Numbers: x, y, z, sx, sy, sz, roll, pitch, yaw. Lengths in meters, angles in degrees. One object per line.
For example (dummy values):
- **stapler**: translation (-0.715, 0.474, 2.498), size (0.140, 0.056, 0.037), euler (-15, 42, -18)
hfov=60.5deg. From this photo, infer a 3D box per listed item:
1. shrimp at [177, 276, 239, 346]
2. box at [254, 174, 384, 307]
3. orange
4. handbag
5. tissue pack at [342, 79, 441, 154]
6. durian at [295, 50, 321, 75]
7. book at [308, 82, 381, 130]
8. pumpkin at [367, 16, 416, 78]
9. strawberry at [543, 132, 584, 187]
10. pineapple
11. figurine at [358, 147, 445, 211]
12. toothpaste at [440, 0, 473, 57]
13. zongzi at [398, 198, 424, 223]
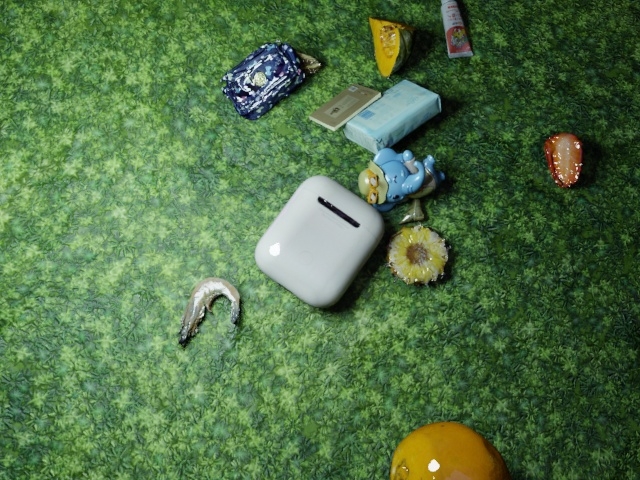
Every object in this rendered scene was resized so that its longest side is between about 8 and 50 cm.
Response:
- **shrimp**: translation (-0.312, 0.213, 1.549), size (0.152, 0.046, 0.219), euler (25, 74, 4)
- **box**: translation (0.000, 0.000, 1.588), size (0.289, 0.141, 0.348), euler (35, 75, 4)
- **orange**: translation (0.325, 0.617, 1.384), size (0.313, 0.312, 0.311), euler (2, 75, -6)
- **handbag**: translation (-0.181, -0.500, 1.693), size (0.260, 0.113, 0.161), euler (-33, 79, 13)
- **tissue pack**: translation (0.220, -0.384, 1.707), size (0.263, 0.089, 0.177), euler (-35, 47, -16)
- **durian**: translation (-0.070, -0.569, 1.755), size (0.140, 0.110, 0.071), euler (32, 99, 4)
- **book**: translation (0.076, -0.424, 1.731), size (0.199, 0.016, 0.138), euler (-39, 44, -14)
- **pumpkin**: translation (0.238, -0.627, 1.798), size (0.112, 0.162, 0.278), euler (-2, 31, -19)
- **strawberry**: translation (0.785, -0.257, 1.781), size (0.121, 0.082, 0.188), euler (3, 84, 15)
- **pineapple**: translation (0.286, 0.049, 1.660), size (0.222, 0.047, 0.221), euler (1, 73, -3)
- **figurine**: translation (0.242, -0.194, 1.655), size (0.262, 0.180, 0.153), euler (-21, 59, -3)
- **toothpaste**: translation (0.456, -0.736, 1.880), size (0.090, 0.057, 0.233), euler (-10, 85, -12)
- **zongzi**: translation (0.275, -0.092, 1.701), size (0.084, 0.040, 0.076), euler (-12, 70, 9)
